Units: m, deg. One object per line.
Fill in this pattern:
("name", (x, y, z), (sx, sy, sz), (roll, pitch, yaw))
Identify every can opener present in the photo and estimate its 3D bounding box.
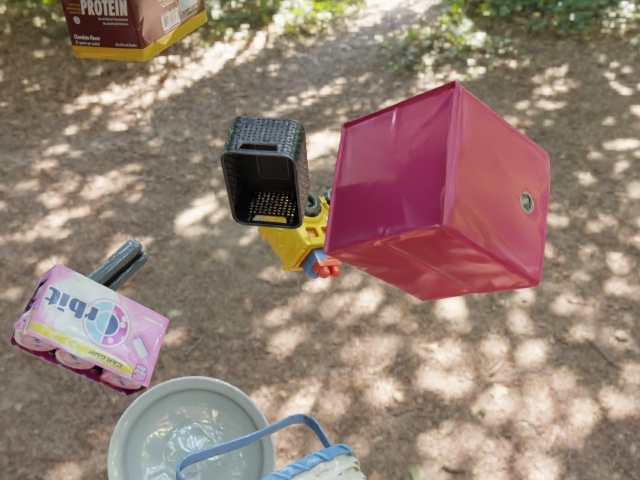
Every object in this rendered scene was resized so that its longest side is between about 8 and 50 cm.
("can opener", (-0.497, 0.115, 1.832), (0.095, 0.076, 0.283), (20, 55, 39))

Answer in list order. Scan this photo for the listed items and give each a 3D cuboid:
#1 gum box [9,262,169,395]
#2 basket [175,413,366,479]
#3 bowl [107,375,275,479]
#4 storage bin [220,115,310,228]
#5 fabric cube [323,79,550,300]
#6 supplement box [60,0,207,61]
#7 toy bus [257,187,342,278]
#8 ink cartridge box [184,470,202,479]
("gum box", (-0.310, 0.120, 1.077), (0.062, 0.188, 0.107), (-28, 40, 44))
("basket", (-0.054, 0.402, 1.217), (0.255, 0.201, 0.289), (-15, 45, -30))
("bowl", (-0.234, 0.402, 1.484), (0.298, 0.297, 0.134), (-6, -10, -7))
("storage bin", (-0.087, -0.109, 1.310), (0.122, 0.180, 0.084), (5, 52, 8))
("fabric cube", (0.196, -0.067, 1.326), (0.259, 0.258, 0.254), (-13, 59, 45))
("supplement box", (-0.286, -0.397, 1.200), (0.129, 0.194, 0.191), (8, 35, 22))
("toy bus", (0.000, 0.000, 1.834), (0.220, 0.149, 0.211), (-6, 55, -40))
("ink cartridge box", (-0.209, 0.462, 1.373), (0.029, 0.115, 0.063), (-11, 25, -1))
